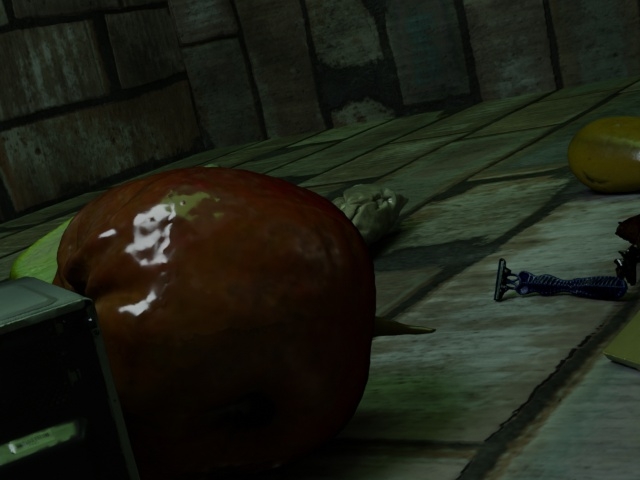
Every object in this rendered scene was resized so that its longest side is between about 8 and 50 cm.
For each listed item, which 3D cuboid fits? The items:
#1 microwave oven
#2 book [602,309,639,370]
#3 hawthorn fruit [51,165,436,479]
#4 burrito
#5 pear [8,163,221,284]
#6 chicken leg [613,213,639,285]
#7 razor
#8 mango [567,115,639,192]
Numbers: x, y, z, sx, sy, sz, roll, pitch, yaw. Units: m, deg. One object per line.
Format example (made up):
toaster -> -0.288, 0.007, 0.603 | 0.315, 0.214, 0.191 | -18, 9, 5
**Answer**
microwave oven -> -0.188, 0.139, 0.659 | 0.129, 0.204, 0.163 | -18, 11, -24
book -> 0.319, 0.043, 0.825 | 0.168, 0.013, 0.192 | -46, 19, -11
hawthorn fruit -> -0.083, 0.061, 0.844 | 0.258, 0.258, 0.262 | -6, 2, 34
burrito -> 0.000, 0.000, 1.465 | 0.117, 0.076, 0.392 | -1, 19, 28
pear -> -0.176, 0.066, 1.121 | 0.282, 0.176, 0.286 | -21, 20, -8
chicken leg -> 0.336, 0.006, 1.068 | 0.105, 0.063, 0.234 | 9, 16, 12
razor -> 0.240, 0.043, 1.098 | 0.028, 0.044, 0.155 | 12, -7, -42
mango -> 0.422, -0.113, 1.511 | 0.137, 0.098, 0.195 | -14, 18, -19
